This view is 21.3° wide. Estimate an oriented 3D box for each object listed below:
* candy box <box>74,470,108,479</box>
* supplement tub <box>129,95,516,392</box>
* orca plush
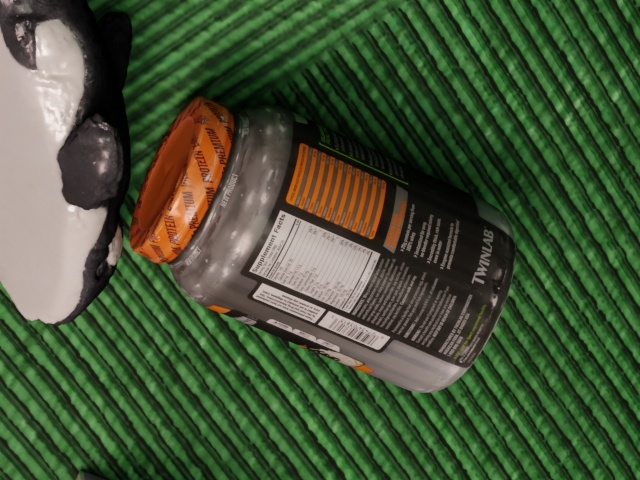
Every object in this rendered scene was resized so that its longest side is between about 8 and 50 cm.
[{"bbox_3d":[-0.144,0.259,0.973,0.070,0.165,0.196,24,104,-20],"label":"candy box"},{"bbox_3d":[0.000,0.000,0.928,0.190,0.117,0.117,24,104,-18],"label":"supplement tub"},{"bbox_3d":[-0.152,-0.104,0.897,0.151,0.102,0.287,-11,108,42],"label":"orca plush"}]
